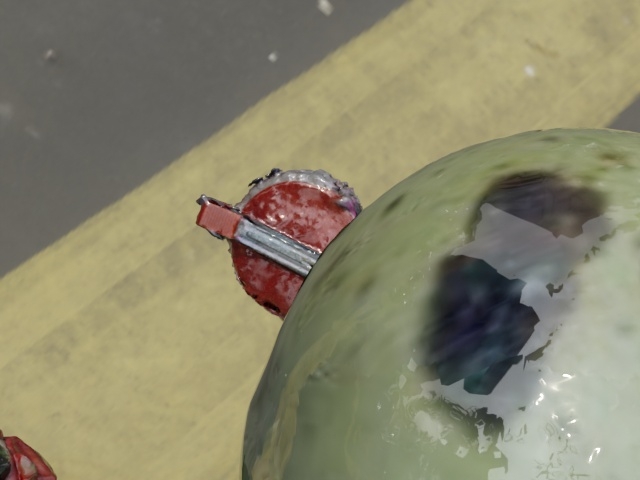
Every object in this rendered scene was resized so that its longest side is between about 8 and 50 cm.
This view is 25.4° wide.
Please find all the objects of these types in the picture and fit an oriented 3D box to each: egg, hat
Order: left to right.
[{"bbox_3d":[-0.003,0.002,1.225,0.227,0.140,0.128,-5,100,-73],"label":"hat"},{"bbox_3d":[0.127,0.147,0.706,0.345,0.345,0.427,22,54,-22],"label":"egg"}]

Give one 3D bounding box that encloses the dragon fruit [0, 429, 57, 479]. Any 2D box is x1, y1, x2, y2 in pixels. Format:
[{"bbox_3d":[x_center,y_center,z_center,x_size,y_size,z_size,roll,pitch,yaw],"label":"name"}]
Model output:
[{"bbox_3d":[-0.343,0.289,1.291,0.245,0.298,0.244,-7,42,6],"label":"dragon fruit"}]
